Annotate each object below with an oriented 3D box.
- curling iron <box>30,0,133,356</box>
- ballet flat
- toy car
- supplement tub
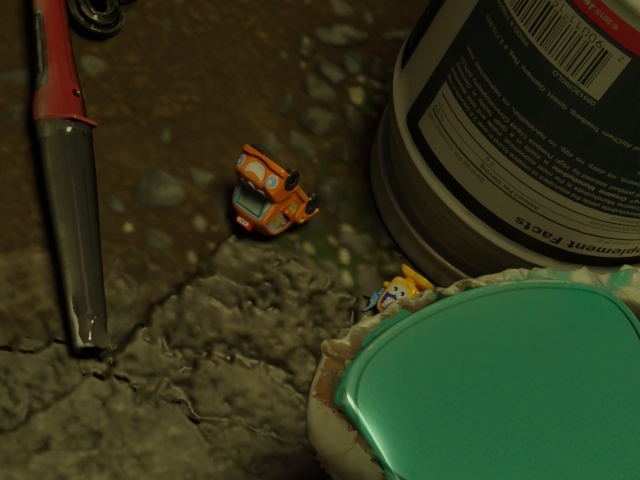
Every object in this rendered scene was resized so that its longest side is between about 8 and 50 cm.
[{"bbox_3d":[-0.125,-0.066,0.806,0.068,0.035,0.274,6,57,-18],"label":"curling iron"},{"bbox_3d":[0.151,0.086,0.755,0.409,0.147,0.147,-7,62,-34],"label":"ballet flat"},{"bbox_3d":[0.000,0.000,0.804,0.122,0.060,0.040,38,84,13],"label":"toy car"},{"bbox_3d":[0.150,-0.096,0.788,0.191,0.272,0.191,10,56,-16],"label":"supplement tub"}]
